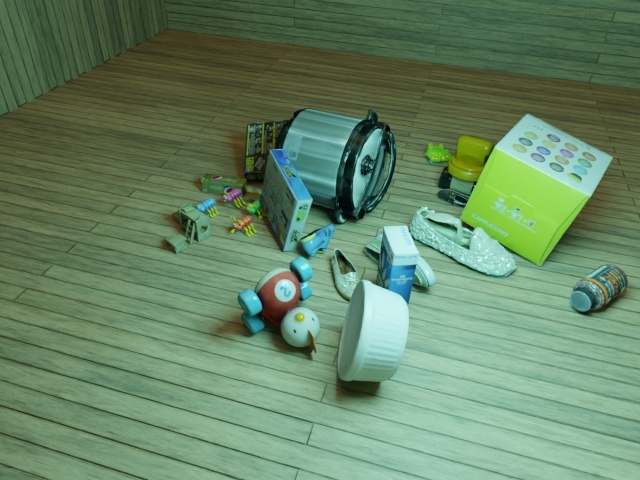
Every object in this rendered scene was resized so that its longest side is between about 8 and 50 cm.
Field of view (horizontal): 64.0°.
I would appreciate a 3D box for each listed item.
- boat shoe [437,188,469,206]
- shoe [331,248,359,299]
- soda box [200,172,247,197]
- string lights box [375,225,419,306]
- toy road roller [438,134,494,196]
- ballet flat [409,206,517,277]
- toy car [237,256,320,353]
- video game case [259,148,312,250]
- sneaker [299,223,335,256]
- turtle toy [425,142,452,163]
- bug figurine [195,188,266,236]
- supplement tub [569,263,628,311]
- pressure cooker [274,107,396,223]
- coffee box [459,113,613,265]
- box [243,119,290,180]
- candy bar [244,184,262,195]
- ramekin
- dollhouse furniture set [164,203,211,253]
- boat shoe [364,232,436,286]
[{"bbox_3d":[0.543,-0.174,2.091,0.133,0.049,0.042,19,32,13],"label":"boat shoe"},{"bbox_3d":[0.079,0.110,1.685,0.076,0.058,0.219,-8,39,-13],"label":"shoe"},{"bbox_3d":[-0.392,-0.226,2.093,0.181,0.058,0.061,9,38,8],"label":"soda box"},{"bbox_3d":[0.226,0.098,1.545,0.076,0.260,0.133,-3,37,-7],"label":"string lights box"},{"bbox_3d":[0.655,-0.340,2.156,0.202,0.241,0.329,24,42,24],"label":"toy road roller"},{"bbox_3d":[0.494,-0.003,1.801,0.408,0.147,0.147,26,43,26],"label":"ballet flat"},{"bbox_3d":[-0.075,0.212,1.446,0.219,0.210,0.238,-32,61,-23],"label":"toy car"},{"bbox_3d":[-0.129,-0.142,1.808,0.061,0.244,0.270,-8,50,-27],"label":"video game case"},{"bbox_3d":[0.000,0.000,1.833,0.069,0.082,0.209,-23,6,33],"label":"sneaker"},{"bbox_3d":[0.545,-0.393,2.361,0.130,0.066,0.095,2,61,-6],"label":"turtle toy"},{"bbox_3d":[-0.333,-0.121,1.950,0.279,0.072,0.216,24,42,26],"label":"bug figurine"},{"bbox_3d":[0.884,0.157,1.639,0.197,0.106,0.106,-24,45,-29],"label":"supplement tub"},{"bbox_3d":[0.075,-0.289,1.953,0.420,0.370,0.375,17,43,23],"label":"pressure cooker"},{"bbox_3d":[0.764,-0.184,1.839,0.337,0.338,0.334,34,47,19],"label":"coffee box"},{"bbox_3d":[-0.215,-0.391,2.205,0.216,0.060,0.270,-5,62,6],"label":"box"},{"bbox_3d":[-0.231,-0.190,2.049,0.161,0.018,0.040,14,32,-30],"label":"candy bar"},{"bbox_3d":[0.139,0.247,1.358,0.127,0.273,0.273,14,37,-6],"label":"ramekin"},{"bbox_3d":[-0.515,-0.062,1.837,0.182,0.101,0.161,30,45,31],"label":"dollhouse furniture set"},{"bbox_3d":[0.262,0.080,1.720,0.094,0.109,0.302,-31,38,-16],"label":"boat shoe"}]
